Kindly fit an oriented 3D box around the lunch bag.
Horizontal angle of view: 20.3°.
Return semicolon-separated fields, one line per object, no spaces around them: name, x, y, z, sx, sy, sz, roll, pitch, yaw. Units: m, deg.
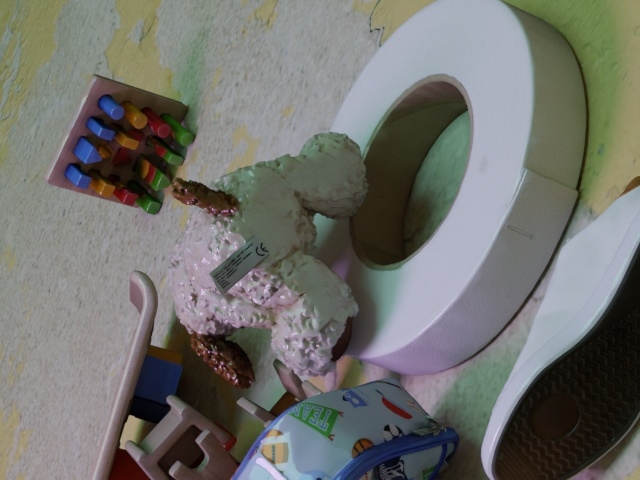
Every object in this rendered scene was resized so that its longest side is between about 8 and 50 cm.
lunch bag;-0.002;0.262;1.625;0.115;0.243;0.303;41;110;24

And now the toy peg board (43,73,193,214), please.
toy peg board;-0.259;-0.119;2.393;0.079;0.160;0.161;39;106;44

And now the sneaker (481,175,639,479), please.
sneaker;0.225;0.076;1.485;0.290;0.106;0.123;-56;21;8

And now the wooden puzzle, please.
wooden puzzle;-0.219;0.224;2.080;0.322;0.080;0.348;128;153;-81

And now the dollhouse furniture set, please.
dollhouse furniture set;-0.091;0.260;1.850;0.262;0.135;0.259;-47;28;-8

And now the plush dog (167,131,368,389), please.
plush dog;-0.085;0.019;1.801;0.225;0.210;0.262;136;143;-56

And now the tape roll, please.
tape roll;0.114;-0.058;1.780;0.392;0.072;0.392;-38;41;43
